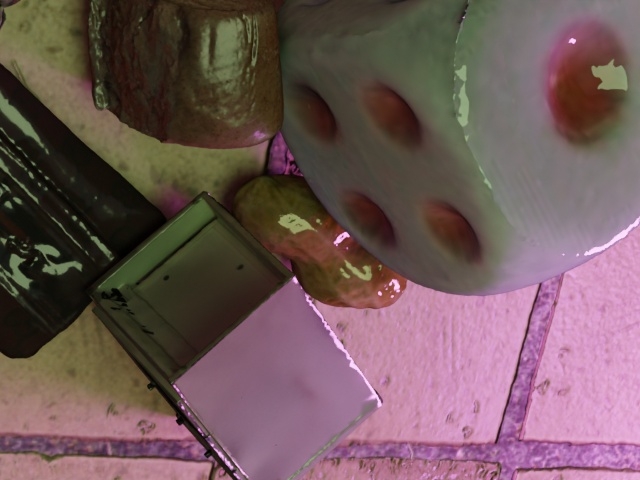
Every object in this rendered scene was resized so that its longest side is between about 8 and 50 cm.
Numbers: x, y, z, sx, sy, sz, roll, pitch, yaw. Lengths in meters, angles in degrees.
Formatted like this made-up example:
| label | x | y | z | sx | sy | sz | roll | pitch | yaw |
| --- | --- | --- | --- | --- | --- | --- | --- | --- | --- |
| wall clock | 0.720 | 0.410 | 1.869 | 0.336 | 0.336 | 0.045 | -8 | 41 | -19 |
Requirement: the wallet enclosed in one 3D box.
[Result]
| label | x | y | z | sx | sy | sz | roll | pitch | yaw |
| --- | --- | --- | --- | --- | --- | --- | --- | --- | --- |
| wallet | -0.262 | -0.025 | 1.609 | 0.182 | 0.049 | 0.229 | -45 | 121 | -2 |

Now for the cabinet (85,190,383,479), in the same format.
| label | x | y | z | sx | sy | sz | roll | pitch | yaw |
| --- | --- | --- | --- | --- | --- | --- | --- | --- | --- |
| cabinet | -0.075 | 0.096 | 1.663 | 0.150 | 0.145 | 0.206 | -41 | 138 | -7 |

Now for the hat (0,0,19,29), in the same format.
| label | x | y | z | sx | sy | sz | roll | pitch | yaw |
| --- | --- | --- | --- | --- | --- | --- | --- | --- | --- |
| hat | -0.331 | -0.224 | 1.444 | 0.232 | 0.161 | 0.275 | 14 | 79 | -41 |

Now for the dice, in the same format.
| label | x | y | z | sx | sy | sz | roll | pitch | yaw |
| --- | --- | --- | --- | --- | --- | --- | --- | --- | --- |
| dice | 0.136 | -0.130 | 1.616 | 0.265 | 0.262 | 0.268 | -41 | 116 | -25 |

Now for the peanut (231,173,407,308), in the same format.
| label | x | y | z | sx | sy | sz | roll | pitch | yaw |
| --- | --- | --- | --- | --- | --- | --- | --- | --- | --- |
| peanut | -0.002 | 0.002 | 1.736 | 0.193 | 0.089 | 0.089 | 38 | 89 | -28 |

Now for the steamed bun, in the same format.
| label | x | y | z | sx | sy | sz | roll | pitch | yaw |
| --- | --- | --- | --- | --- | --- | --- | --- | --- | --- |
| steamed bun | -0.115 | -0.152 | 1.564 | 0.106 | 0.175 | 0.144 | -33 | 130 | -44 |
